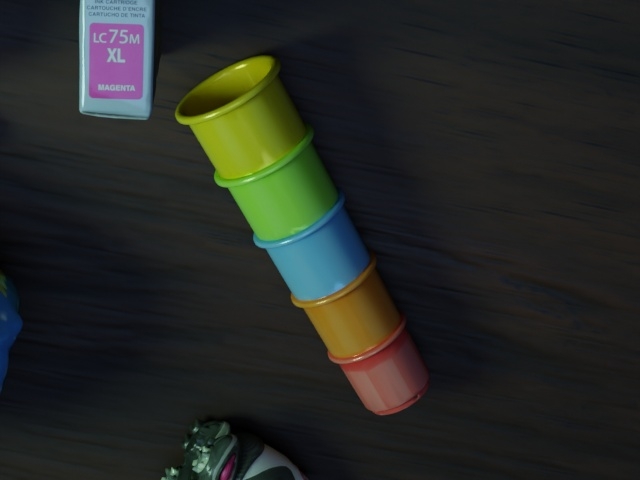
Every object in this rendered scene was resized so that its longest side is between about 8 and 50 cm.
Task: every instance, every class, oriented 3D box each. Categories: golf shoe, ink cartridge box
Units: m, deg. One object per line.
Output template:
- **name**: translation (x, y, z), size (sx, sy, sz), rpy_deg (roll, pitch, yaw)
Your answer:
- **golf shoe**: translation (-0.115, 0.290, 1.563), size (0.120, 0.105, 0.273), rpy_deg (28, 105, -22)
- **ink cartridge box**: translation (-0.143, -0.263, 1.316), size (0.065, 0.186, 0.311), rpy_deg (4, 109, -5)

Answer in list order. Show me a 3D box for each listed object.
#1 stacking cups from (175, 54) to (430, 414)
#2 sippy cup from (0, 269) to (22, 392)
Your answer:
- **stacking cups**: translation (0.000, 0.000, 1.483), size (0.096, 0.096, 0.316), rpy_deg (-29, 114, 5)
- **sippy cup**: translation (-0.364, 0.071, 1.406), size (0.224, 0.240, 0.305), rpy_deg (21, 116, -24)
